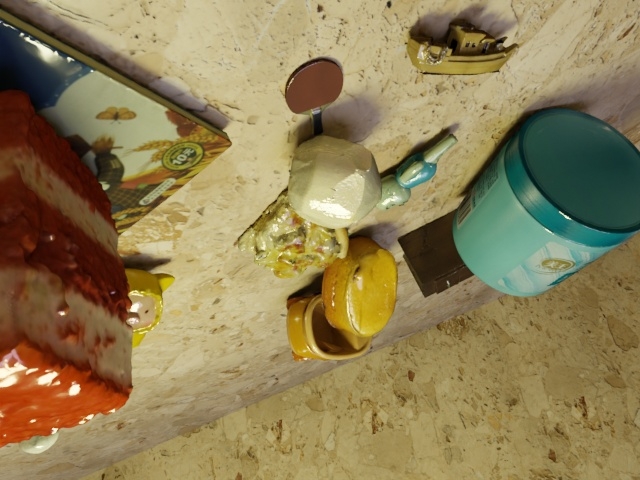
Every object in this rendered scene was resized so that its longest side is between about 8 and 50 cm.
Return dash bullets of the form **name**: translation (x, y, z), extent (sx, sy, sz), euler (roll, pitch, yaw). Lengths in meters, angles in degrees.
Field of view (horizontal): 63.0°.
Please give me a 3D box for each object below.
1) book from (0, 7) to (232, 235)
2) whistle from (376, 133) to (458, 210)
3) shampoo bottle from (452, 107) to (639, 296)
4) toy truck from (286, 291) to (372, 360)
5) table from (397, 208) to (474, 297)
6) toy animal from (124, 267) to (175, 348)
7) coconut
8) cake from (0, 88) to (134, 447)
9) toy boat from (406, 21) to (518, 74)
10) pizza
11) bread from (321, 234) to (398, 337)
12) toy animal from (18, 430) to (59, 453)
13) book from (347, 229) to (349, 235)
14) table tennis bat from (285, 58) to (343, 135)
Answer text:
- **book**: translation (-0.354, -0.119, 0.666), extent (0.300, 0.039, 0.428), euler (-32, 155, 21)
- **whistle**: translation (0.196, -0.138, 1.114), extent (0.235, 0.077, 0.114), euler (-39, 172, 23)
- **shampoo bottle**: translation (0.528, -0.076, 1.243), extent (0.331, 0.331, 0.343), euler (-14, 156, -22)
- **toy truck**: translation (0.022, 0.252, 1.547), extent (0.287, 0.205, 0.211), euler (1, 168, -38)
- **table**: translation (0.356, 0.050, 1.531), extent (0.193, 0.173, 0.169), euler (-26, 157, 4)
- **toy animal**: translation (-0.405, 0.145, 1.066), extent (0.156, 0.156, 0.230), euler (4, 134, -48)
- **coconut**: translation (0.029, -0.098, 0.902), extent (0.162, 0.161, 0.161), euler (11, 153, 2)
- **cake**: translation (-0.372, 0.048, 0.554), extent (0.269, 0.320, 0.270), euler (-18, 158, -5)
- **toy boat**: translation (0.224, -0.303, 0.817), extent (0.206, 0.064, 0.072), euler (-13, 136, -28)
- **pizza**: translation (-0.052, 0.008, 1.151), extent (0.223, 0.090, 0.323), euler (-29, 150, 9)
- **bread**: translation (0.102, 0.123, 1.382), extent (0.195, 0.142, 0.270), euler (-15, 114, -33)
- **toy animal**: translation (-0.571, 0.290, 0.994), extent (0.196, 0.241, 0.367), euler (-18, 171, -26)
- **book**: translation (0.000, 0.000, 1.282), extent (0.135, 0.017, 0.103), euler (5, 143, -47)
- **table tennis bat**: translation (-0.008, -0.221, 0.820), extent (0.095, 0.014, 0.158), euler (-22, 154, -9)
